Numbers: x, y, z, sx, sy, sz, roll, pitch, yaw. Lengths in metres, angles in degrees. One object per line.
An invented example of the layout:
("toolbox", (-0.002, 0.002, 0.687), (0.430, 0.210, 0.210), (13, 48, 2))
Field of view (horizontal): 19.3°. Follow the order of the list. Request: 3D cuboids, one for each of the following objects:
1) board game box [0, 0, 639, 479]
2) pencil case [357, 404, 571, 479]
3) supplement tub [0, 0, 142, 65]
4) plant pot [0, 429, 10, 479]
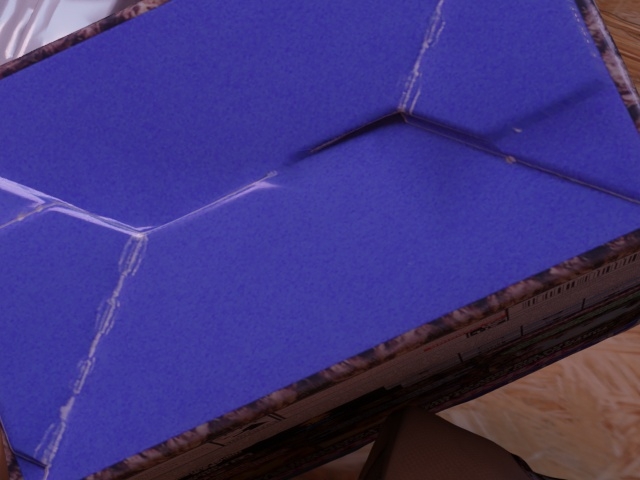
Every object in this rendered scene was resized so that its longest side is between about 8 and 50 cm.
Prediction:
("board game box", (0.000, 0.000, 0.730), (0.232, 0.141, 0.291), (-24, -10, 2))
("pencil case", (0.176, 0.183, 0.695), (0.410, 0.160, 0.183), (15, 0, 3))
("supplement tub", (-0.257, -0.088, 0.926), (0.325, 0.235, 0.235), (16, 26, 5))
("plant pot", (-0.208, 0.129, 0.557), (0.291, 0.203, 0.291), (11, 25, -5))
